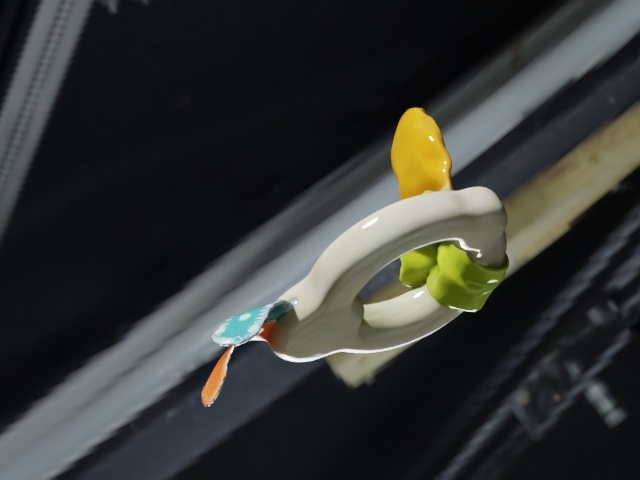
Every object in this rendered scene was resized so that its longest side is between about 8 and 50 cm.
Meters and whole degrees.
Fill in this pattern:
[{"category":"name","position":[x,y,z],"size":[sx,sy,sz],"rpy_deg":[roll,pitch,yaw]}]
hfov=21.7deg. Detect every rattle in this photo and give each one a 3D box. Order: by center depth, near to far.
[{"category":"rattle","position":[0.000,0.000,0.980],"size":[0.199,0.143,0.130],"rpy_deg":[-21,-16,-8]}]
